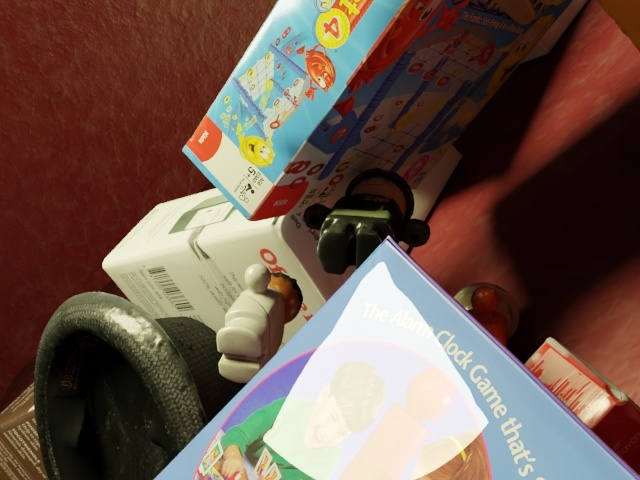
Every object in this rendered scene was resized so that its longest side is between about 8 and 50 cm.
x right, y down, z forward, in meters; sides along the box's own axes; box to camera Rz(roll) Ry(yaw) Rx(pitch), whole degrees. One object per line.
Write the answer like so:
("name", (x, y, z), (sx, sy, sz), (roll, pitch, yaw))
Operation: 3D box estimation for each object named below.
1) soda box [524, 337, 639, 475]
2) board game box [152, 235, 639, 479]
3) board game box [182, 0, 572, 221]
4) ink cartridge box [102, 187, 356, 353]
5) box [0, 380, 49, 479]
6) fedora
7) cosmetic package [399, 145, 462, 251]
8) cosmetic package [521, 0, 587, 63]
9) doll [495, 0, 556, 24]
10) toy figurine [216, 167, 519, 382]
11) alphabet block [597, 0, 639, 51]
("soda box", (0.087, 0.189, 0.458), (0.263, 0.092, 0.083), (-47, 17, 4))
("board game box", (0.054, 0.180, 0.346), (0.233, 0.078, 0.347), (-46, 40, 4))
("board game box", (0.079, -0.167, 0.674), (0.302, 0.086, 0.308), (-52, -19, 28))
("ink cartridge box", (-0.068, 0.049, 0.886), (0.289, 0.211, 0.121), (-10, 32, 42))
("box", (-0.316, 0.240, 1.181), (0.381, 0.143, 0.191), (-26, 13, 27))
("fedora", (-0.166, 0.203, 0.851), (0.152, 0.334, 0.334), (-18, -11, -47))
("cosmetic package", (0.000, 0.000, 1.154), (0.377, 0.097, 0.284), (-23, 30, 56))
("cosmetic package", (0.353, -0.474, 1.254), (0.453, 0.161, 0.230), (-52, 17, -16))
("doll", (0.203, -0.231, 0.551), (0.189, 0.046, 0.129), (-45, 5, -13))
("toy figurine", (0.039, 0.072, 0.666), (0.209, 0.213, 0.148), (-43, 6, 24))
("alphabet block", (0.345, -0.211, 0.568), (0.192, 0.193, 0.197), (-27, 25, 56))
